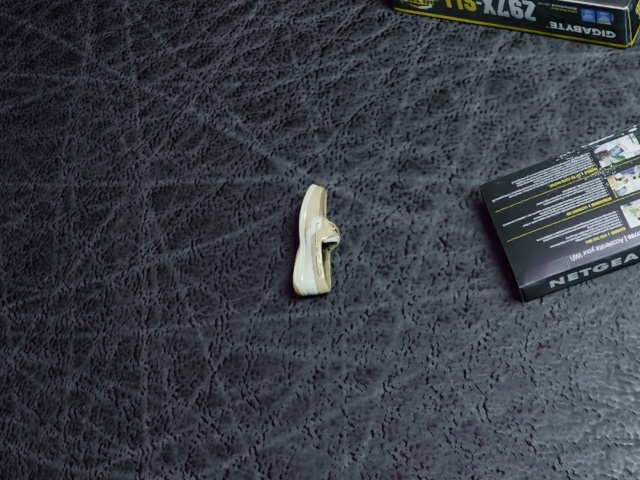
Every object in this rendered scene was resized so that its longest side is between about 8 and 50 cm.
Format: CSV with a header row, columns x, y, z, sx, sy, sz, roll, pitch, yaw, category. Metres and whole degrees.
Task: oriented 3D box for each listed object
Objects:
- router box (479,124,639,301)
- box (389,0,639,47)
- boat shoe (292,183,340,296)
x,y,z,sx,sy,sz,roll,pitch,yaw,category
0.274,-0.028,0.917,0.179,0.046,0.133,-21,59,11,router box
0.269,-0.387,1.085,0.322,0.079,0.257,17,70,28,box
0.000,0.000,1.012,0.045,0.050,0.135,1,75,18,boat shoe
